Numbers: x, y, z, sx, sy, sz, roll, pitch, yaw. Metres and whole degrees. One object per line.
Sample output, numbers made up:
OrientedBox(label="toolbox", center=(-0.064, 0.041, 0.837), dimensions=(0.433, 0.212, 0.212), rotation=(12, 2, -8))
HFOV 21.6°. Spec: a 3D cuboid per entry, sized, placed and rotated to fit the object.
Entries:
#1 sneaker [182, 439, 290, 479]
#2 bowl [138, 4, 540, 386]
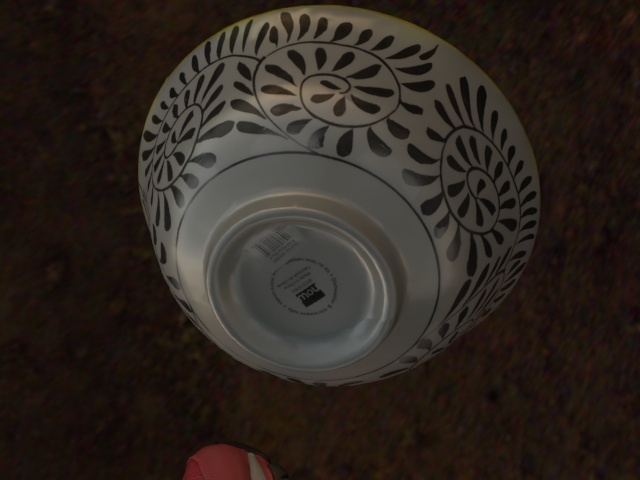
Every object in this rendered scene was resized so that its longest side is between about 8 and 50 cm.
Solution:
OrientedBox(label="sneaker", center=(-0.085, 0.204, 0.782), dimensions=(0.136, 0.314, 0.116), rotation=(7, 127, -2))
OrientedBox(label="bowl", center=(0.000, 0.000, 0.665), dimensions=(0.170, 0.080, 0.170), rotation=(5, 122, 8))
